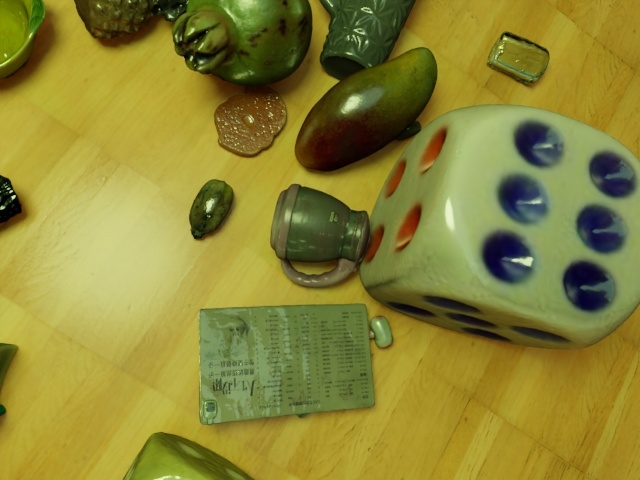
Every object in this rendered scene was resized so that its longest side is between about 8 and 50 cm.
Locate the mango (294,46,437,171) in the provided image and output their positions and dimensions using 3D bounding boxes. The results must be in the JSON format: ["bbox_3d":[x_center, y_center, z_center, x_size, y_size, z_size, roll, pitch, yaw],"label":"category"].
[{"bbox_3d":[0.073,-0.203,0.818,0.267,0.111,0.133,-36,134,2],"label":"mango"}]

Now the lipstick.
[{"bbox_3d":[-0.066,0.192,0.783,0.048,0.048,0.158,-41,93,-16],"label":"lipstick"}]

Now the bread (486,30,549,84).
[{"bbox_3d":[0.370,-0.339,0.976,0.106,0.053,0.072,23,100,-7],"label":"bread"}]

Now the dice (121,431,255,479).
[{"bbox_3d":[-0.183,0.358,0.664,0.169,0.169,0.166,31,75,-7],"label":"dice"}]

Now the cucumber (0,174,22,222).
[{"bbox_3d":[-0.533,0.014,0.684,0.300,0.072,0.072,-40,92,-17],"label":"cucumber"}]

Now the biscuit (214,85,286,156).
[{"bbox_3d":[-0.114,-0.195,0.848,0.102,0.019,0.130,40,74,-5],"label":"biscuit"}]

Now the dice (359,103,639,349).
[{"bbox_3d":[0.251,-0.007,0.760,0.304,0.304,0.277,22,77,-9],"label":"dice"}]

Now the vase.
[{"bbox_3d":[0.084,-0.421,0.875,0.251,0.156,0.300,21,83,-13],"label":"vase"}]

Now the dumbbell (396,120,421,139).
[{"bbox_3d":[0.133,-0.233,0.902,0.052,0.046,0.118,-17,86,-21],"label":"dumbbell"}]

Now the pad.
[{"bbox_3d":[-0.044,0.173,0.765,0.265,0.009,0.159,1,75,-21],"label":"pad"}]

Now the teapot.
[{"bbox_3d":[0.000,-0.003,0.786,0.146,0.116,0.148,11,85,1],"label":"teapot"}]

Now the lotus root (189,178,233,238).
[{"bbox_3d":[-0.169,-0.047,0.796,0.054,0.049,0.099,27,82,-10],"label":"lotus root"}]

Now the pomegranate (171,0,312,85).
[{"bbox_3d":[-0.099,-0.315,0.753,0.159,0.241,0.190,29,104,9],"label":"pomegranate"}]

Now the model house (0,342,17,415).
[{"bbox_3d":[-0.474,0.195,0.657,0.127,0.100,0.149,10,81,-12],"label":"model house"}]

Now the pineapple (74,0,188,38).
[{"bbox_3d":[-0.253,-0.389,0.806,0.237,0.111,0.119,-25,120,-25],"label":"pineapple"}]

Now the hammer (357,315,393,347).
[{"bbox_3d":[0.073,0.153,0.835,0.083,0.031,0.052,-16,82,-10],"label":"hammer"}]

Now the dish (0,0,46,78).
[{"bbox_3d":[-0.474,-0.290,0.744,0.208,0.080,0.149,-38,88,-15],"label":"dish"}]
